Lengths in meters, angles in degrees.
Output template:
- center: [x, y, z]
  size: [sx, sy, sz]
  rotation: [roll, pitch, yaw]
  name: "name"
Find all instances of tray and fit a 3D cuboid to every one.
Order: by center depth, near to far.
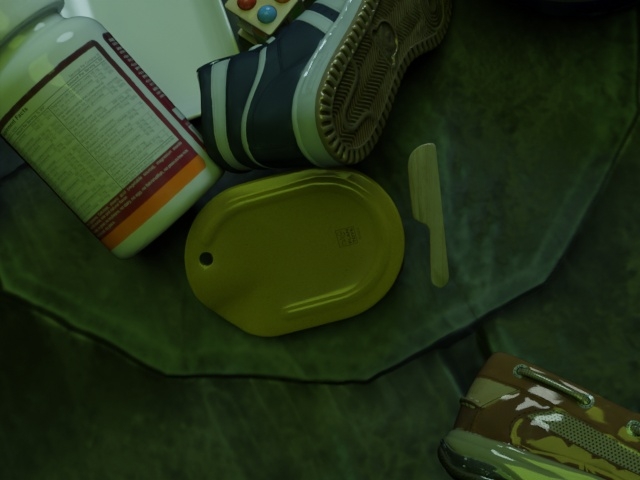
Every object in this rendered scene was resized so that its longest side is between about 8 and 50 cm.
- center: [-0.167, -0.218, 0.948]
  size: [0.145, 0.030, 0.270]
  rotation: [-21, 73, 1]
  name: "tray"

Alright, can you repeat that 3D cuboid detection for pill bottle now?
- center: [-0.191, -0.101, 0.832]
  size: [0.121, 0.121, 0.221]
  rotation: [-43, 99, -5]
  name: "pill bottle"

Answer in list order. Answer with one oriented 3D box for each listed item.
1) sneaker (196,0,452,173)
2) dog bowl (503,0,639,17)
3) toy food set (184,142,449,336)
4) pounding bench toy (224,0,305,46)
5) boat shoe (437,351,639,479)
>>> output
- center: [0.002, -0.159, 0.858]
  size: [0.153, 0.099, 0.282]
  rotation: [-7, 39, 37]
  name: "sneaker"
- center: [0.213, -0.322, 0.849]
  size: [0.265, 0.104, 0.264]
  rotation: [0, 89, 15]
  name: "dog bowl"
- center: [0.000, 0.000, 0.851]
  size: [0.218, 0.071, 0.128]
  rotation: [-13, 97, 6]
  name: "toy food set"
- center: [-0.035, -0.214, 0.909]
  size: [0.052, 0.065, 0.083]
  rotation: [35, 82, 16]
  name: "pounding bench toy"
- center: [0.251, 0.164, 0.738]
  size: [0.324, 0.122, 0.119]
  rotation: [18, 75, 12]
  name: "boat shoe"
